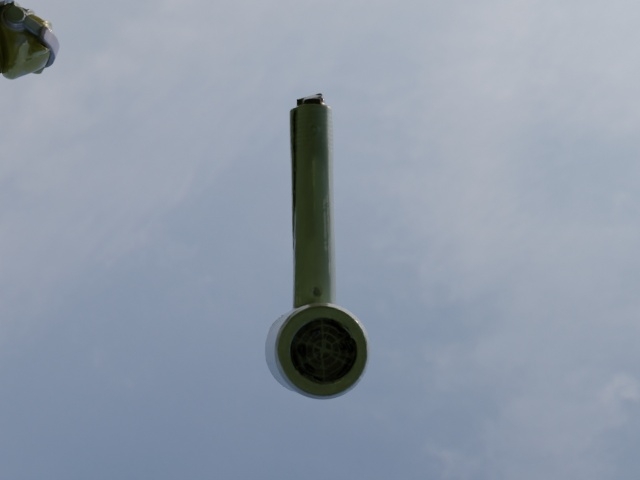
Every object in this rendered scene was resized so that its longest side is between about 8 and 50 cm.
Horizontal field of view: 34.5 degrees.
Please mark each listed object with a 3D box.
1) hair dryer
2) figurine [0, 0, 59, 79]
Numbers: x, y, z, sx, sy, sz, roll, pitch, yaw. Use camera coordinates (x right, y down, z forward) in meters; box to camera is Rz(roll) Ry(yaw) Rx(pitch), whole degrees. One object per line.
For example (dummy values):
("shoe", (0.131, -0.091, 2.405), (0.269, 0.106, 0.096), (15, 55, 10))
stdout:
("hair dryer", (0.000, 0.000, 0.783), (0.073, 0.131, 0.236), (3, -97, -5))
("figurine", (-0.454, -0.260, 1.393), (0.128, 0.184, 0.208), (138, -32, -66))
